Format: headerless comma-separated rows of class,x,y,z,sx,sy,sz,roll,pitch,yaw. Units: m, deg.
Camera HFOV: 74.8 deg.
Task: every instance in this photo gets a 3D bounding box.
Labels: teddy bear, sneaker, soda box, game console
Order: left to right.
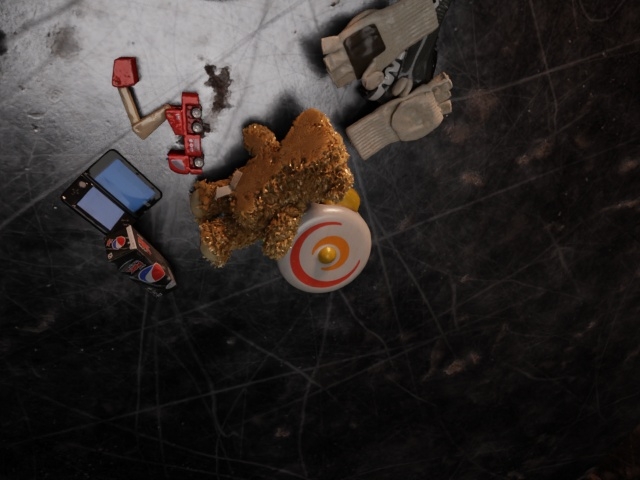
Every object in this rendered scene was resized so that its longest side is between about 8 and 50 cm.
game console,-0.367,-0.078,0.745,0.071,0.107,0.122,-23,124,30
soda box,-0.329,0.045,0.782,0.053,0.060,0.168,-27,150,-5
teddy bear,-0.096,-0.084,0.740,0.338,0.245,0.113,-43,148,13
sneaker,0.175,-0.341,0.757,0.106,0.078,0.234,23,112,-28

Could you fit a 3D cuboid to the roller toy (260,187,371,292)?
roller toy,0.000,0.000,0.841,0.210,0.146,0.191,-29,121,-1

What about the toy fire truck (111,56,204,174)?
toy fire truck,-0.271,-0.206,0.716,0.136,0.047,0.191,-2,118,-14

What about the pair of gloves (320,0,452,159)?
pair of gloves,0.124,-0.271,0.717,0.204,0.042,0.240,-24,125,2
